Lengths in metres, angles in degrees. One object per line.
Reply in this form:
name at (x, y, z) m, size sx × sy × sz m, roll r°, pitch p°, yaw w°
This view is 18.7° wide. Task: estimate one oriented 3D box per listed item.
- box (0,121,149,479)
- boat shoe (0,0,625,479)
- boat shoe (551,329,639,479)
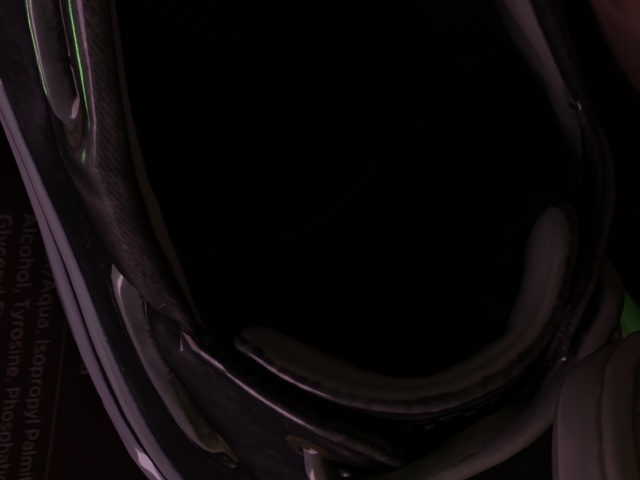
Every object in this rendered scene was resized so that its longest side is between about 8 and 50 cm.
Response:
box at (-0.098, 0.013, 0.541) m, size 0.168 × 0.203 × 0.167 m, roll 47°, pitch 132°, yaw 51°
boat shoe at (0.000, 0.000, 0.390) m, size 0.119 × 0.121 × 0.335 m, roll 51°, pitch 174°, yaw 48°
boat shoe at (0.141, 0.138, 0.293) m, size 0.118 × 0.103 × 0.320 m, roll 28°, pitch -149°, yaw -56°
